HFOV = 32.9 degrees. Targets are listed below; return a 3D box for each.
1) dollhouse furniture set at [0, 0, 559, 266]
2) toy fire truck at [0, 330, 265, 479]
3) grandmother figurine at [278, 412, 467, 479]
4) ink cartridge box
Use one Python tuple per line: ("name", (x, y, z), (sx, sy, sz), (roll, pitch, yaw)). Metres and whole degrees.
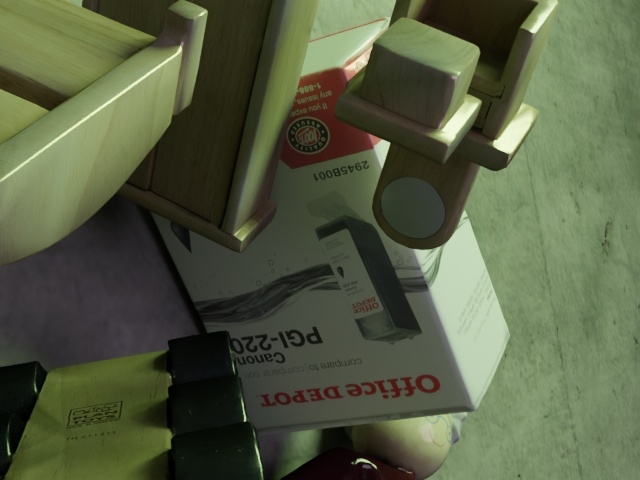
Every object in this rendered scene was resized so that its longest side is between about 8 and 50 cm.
("dollhouse furniture set", (-0.110, -0.014, 0.408), (0.355, 0.303, 0.173), (-50, 160, -52))
("toy fire truck", (-0.052, 0.177, 0.442), (0.217, 0.159, 0.246), (-138, -140, -78))
("grandmother figurine", (0.028, 0.217, 0.685), (0.208, 0.104, 0.342), (59, 38, -40))
("ink cartridge box", (0.000, 0.000, 0.646), (0.218, 0.159, 0.092), (66, 31, -20))
